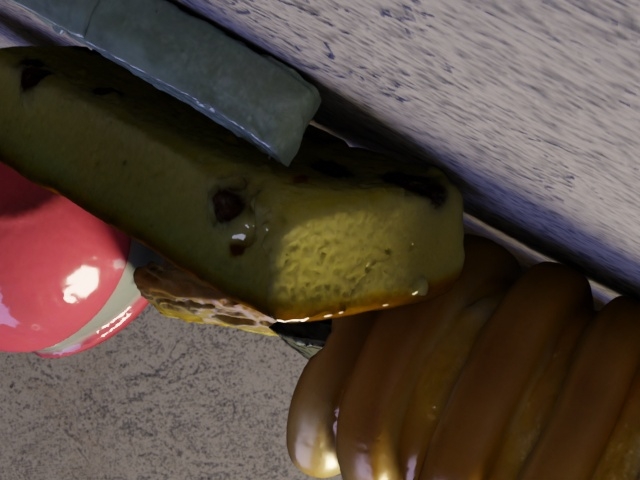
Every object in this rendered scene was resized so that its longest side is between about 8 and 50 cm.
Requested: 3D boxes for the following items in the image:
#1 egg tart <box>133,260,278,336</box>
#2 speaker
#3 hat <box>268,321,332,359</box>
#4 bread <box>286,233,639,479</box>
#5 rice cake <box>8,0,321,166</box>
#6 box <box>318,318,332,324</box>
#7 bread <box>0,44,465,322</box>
[{"bbox_3d":[-0.012,0.041,1.424,0.315,0.120,0.315,16,175,1],"label":"egg tart"},{"bbox_3d":[-0.267,-0.034,1.524,0.294,0.294,0.294,30,177,2],"label":"speaker"},{"bbox_3d":[0.093,0.120,1.131,0.265,0.128,0.265,-1,-177,0],"label":"hat"},{"bbox_3d":[0.142,0.107,0.903,0.311,0.173,0.121,23,166,19],"label":"bread"},{"bbox_3d":[-0.112,-0.115,0.825,0.245,0.045,0.042,29,179,5],"label":"rice cake"},{"bbox_3d":[0.000,0.000,1.103,0.177,0.111,0.111,31,177,-17],"label":"box"},{"bbox_3d":[-0.072,-0.045,0.951,0.138,0.077,0.361,-4,-161,-37],"label":"bread"}]
